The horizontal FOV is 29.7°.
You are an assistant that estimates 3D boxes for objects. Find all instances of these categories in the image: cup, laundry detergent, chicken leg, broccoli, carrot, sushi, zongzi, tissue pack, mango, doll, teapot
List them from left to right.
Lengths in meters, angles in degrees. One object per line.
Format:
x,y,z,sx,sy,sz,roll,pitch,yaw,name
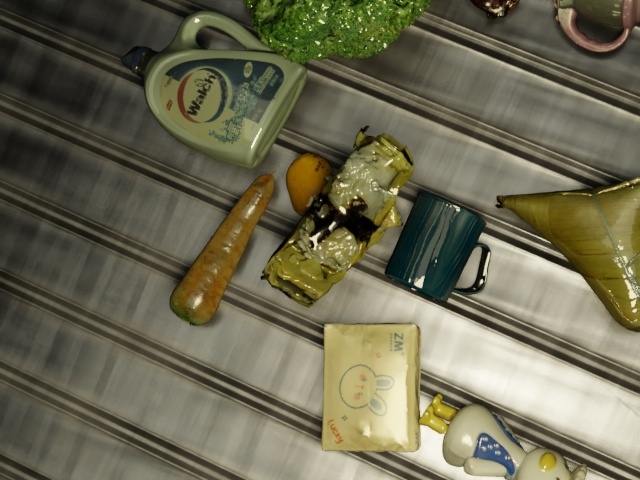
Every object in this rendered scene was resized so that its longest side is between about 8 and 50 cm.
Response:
-0.183,-0.257,1.933,0.280,0.105,0.215,29,87,12,laundry detergent
-0.140,0.000,1.912,0.078,0.078,0.298,30,84,10,carrot
-0.017,-0.086,1.901,0.079,0.057,0.114,-11,58,21,mango
0.037,-0.433,1.830,0.413,0.310,0.321,-7,93,27,broccoli
0.040,-0.026,1.807,0.139,0.131,0.291,35,80,3,sushi
0.078,0.223,1.837,0.148,0.092,0.196,-1,81,7,tissue pack
0.188,0.020,1.841,0.150,0.113,0.138,25,88,12,cup
0.264,-0.476,1.934,0.106,0.051,0.253,-1,81,1,chicken leg
0.281,0.328,1.783,0.293,0.138,0.119,34,123,12,doll
0.395,0.028,1.819,0.256,0.115,0.228,-4,86,13,zongzi
0.437,-0.381,1.883,0.146,0.148,0.116,11,47,20,teapot

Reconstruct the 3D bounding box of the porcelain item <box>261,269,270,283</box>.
0.000,0.000,1.898,0.213,0.054,0.084,-34,79,2,porcelain item
